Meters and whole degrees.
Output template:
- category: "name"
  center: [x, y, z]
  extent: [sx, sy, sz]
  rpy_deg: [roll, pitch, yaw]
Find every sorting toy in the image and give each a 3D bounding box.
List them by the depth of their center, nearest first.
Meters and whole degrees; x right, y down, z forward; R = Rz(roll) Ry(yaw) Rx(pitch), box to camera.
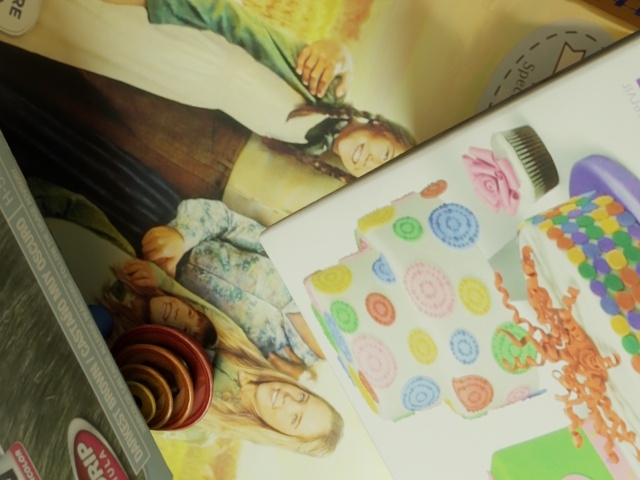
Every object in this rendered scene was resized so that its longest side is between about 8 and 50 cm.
- category: "sorting toy"
  center: [-0.095, 0.062, 0.786]
  extent: [0.102, 0.042, 0.061]
  rpy_deg: [-17, 103, 27]

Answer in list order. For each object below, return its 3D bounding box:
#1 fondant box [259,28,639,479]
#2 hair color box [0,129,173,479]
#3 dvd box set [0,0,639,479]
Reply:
- category: "fondant box"
  center: [0.159, 0.037, 0.577]
  extent: [0.330, 0.096, 0.238]
  rpy_deg: [-26, 94, 47]
- category: "hair color box"
  center: [-0.269, 0.072, 0.782]
  extent: [0.374, 0.113, 0.185]
  rpy_deg: [-7, 119, 31]
- category: "dvd box set"
  center: [0.000, 0.000, 0.783]
  extent: [0.420, 0.062, 0.307]
  rpy_deg: [28, 117, 10]
